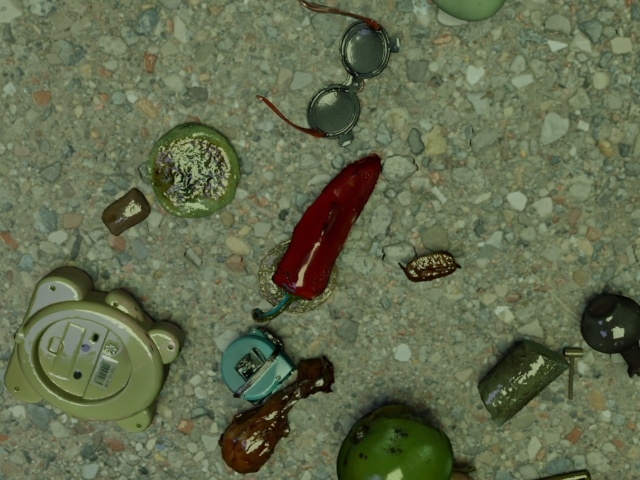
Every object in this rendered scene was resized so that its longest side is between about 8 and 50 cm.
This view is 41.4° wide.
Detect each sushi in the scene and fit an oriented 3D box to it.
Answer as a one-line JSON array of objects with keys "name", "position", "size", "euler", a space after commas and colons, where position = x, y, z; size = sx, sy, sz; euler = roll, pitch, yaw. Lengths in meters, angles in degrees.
[{"name": "sushi", "position": [0.212, 0.051, 1.625], "size": [0.120, 0.055, 0.052], "euler": [-15, 90, -3]}]

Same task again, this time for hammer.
[{"name": "hammer", "position": [0.496, 0.264, 1.670], "size": [0.035, 0.019, 0.110], "euler": [-1, 105, 4]}]

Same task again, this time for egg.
[{"name": "egg", "position": [0.244, -0.467, 1.454], "size": [0.149, 0.149, 0.192], "euler": [-36, 104, 11]}]

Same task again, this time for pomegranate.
[{"name": "pomegranate", "position": [0.175, 0.451, 1.642], "size": [0.301, 0.236, 0.236], "euler": [32, 104, -25]}]

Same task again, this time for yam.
[{"name": "yam", "position": [0.381, 0.270, 1.639], "size": [0.107, 0.107, 0.183], "euler": [41, 104, -5]}]

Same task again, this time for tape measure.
[{"name": "tape measure", "position": [-0.129, 0.247, 1.672], "size": [0.146, 0.081, 0.125], "euler": [-45, 78, 2]}]

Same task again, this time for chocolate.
[{"name": "chocolate", "position": [-0.385, -0.053, 1.654], "size": [0.100, 0.031, 0.065], "euler": [-30, 94, 11]}]

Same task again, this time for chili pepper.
[{"name": "chili pepper", "position": [0.000, 0.000, 1.590], "size": [0.110, 0.110, 0.388], "euler": [29, 89, -3]}]

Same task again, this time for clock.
[{"name": "clock", "position": [-0.447, 0.227, 1.685], "size": [0.309, 0.114, 0.284], "euler": [23, 102, -3]}]

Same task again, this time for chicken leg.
[{"name": "chicken leg", "position": [-0.090, 0.345, 1.700], "size": [0.113, 0.093, 0.304], "euler": [44, 98, 7]}]

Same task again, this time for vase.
[{"name": "vase", "position": [0.572, 0.189, 1.605], "size": [0.120, 0.120, 0.183], "euler": [-34, 112, 11]}]

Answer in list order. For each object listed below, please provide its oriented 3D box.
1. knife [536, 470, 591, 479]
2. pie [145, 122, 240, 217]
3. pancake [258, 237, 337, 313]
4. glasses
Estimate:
[{"name": "knife", "position": [0.383, 0.528, 1.733], "size": [0.342, 0.027, 0.061], "euler": [-13, 106, 7]}, {"name": "pie", "position": [-0.244, -0.130, 1.621], "size": [0.186, 0.041, 0.187], "euler": [1, 104, 4]}, {"name": "pancake", "position": [-0.044, 0.069, 1.660], "size": [0.158, 0.028, 0.158], "euler": [1, 100, 5]}, {"name": "glasses", "position": [0.016, -0.283, 1.459], "size": [0.118, 0.268, 0.234], "euler": [33, 106, 15]}]
